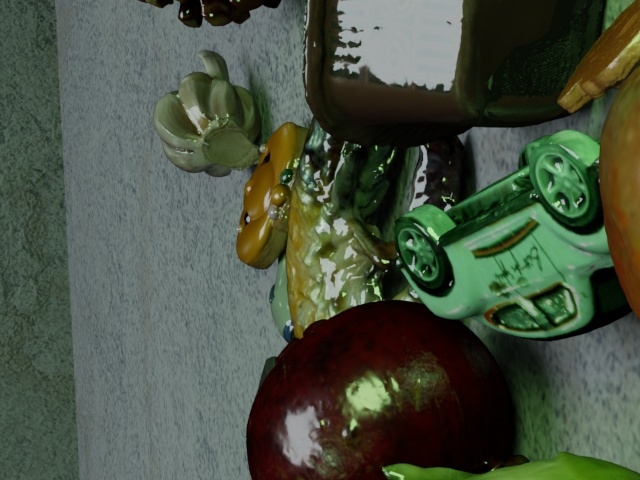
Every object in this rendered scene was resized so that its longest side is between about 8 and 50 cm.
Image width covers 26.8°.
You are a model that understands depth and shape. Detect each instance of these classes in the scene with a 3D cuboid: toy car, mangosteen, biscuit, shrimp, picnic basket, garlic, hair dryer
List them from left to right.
[{"bbox_3d":[-0.145,-0.168,1.686,0.127,0.131,0.194,-35,52,30],"label":"garlic"},{"bbox_3d":[-0.056,-0.051,1.487,0.170,0.050,0.170,-163,90,-76],"label":"biscuit"},{"bbox_3d":[-0.007,0.000,1.429,0.167,0.067,0.199,-121,48,-65],"label":"hair dryer"},{"bbox_3d":[0.057,-0.058,1.201,0.272,0.085,0.445,36,120,56],"label":"shrimp"},{"bbox_3d":[0.065,0.172,1.018,0.257,0.215,0.215,52,145,18],"label":"mangosteen"},{"bbox_3d":[0.112,-0.201,0.922,0.129,0.222,0.296,19,108,45],"label":"picnic basket"},{"bbox_3d":[0.165,-0.011,0.828,0.125,0.136,0.306,61,153,-1],"label":"toy car"},{"bbox_3d":[0.195,-0.127,0.839,0.102,0.019,0.130,-54,4,-20],"label":"biscuit"}]

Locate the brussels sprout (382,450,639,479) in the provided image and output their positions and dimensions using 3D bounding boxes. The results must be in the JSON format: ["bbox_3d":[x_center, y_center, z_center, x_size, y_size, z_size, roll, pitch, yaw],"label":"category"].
[{"bbox_3d":[0.134,0.255,0.776,0.294,0.227,0.259,24,126,60],"label":"brussels sprout"}]

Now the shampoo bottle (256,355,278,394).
[{"bbox_3d":[-0.021,0.197,1.350,0.246,0.080,0.079,-100,22,-61],"label":"shampoo bottle"}]

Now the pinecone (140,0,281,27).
[{"bbox_3d":[-0.117,-0.353,1.473,0.264,0.264,0.264,-179,90,-70],"label":"pinecone"}]

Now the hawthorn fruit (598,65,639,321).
[{"bbox_3d":[0.238,0.009,0.548,0.262,0.211,0.210,63,147,32],"label":"hawthorn fruit"}]
